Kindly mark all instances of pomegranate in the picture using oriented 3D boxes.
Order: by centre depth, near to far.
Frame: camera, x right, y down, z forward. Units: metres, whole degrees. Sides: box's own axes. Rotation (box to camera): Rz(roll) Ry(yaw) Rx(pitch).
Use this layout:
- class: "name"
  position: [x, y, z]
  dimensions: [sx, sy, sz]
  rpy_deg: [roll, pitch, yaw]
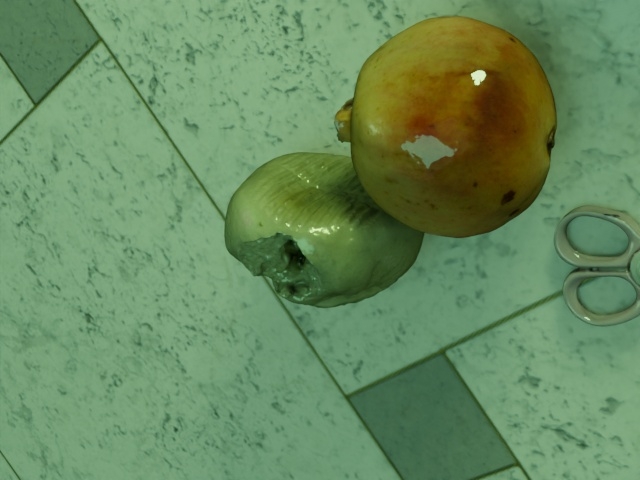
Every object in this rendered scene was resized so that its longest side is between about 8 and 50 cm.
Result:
- class: "pomegranate"
  position: [0.111, -0.098, 0.824]
  dimensions: [0.191, 0.191, 0.191]
  rpy_deg: [12, 117, 26]

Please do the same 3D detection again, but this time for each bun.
- class: "bun"
  position: [0.000, 0.000, 0.920]
  dimensions: [0.178, 0.193, 0.128]
  rpy_deg: [25, 121, 23]

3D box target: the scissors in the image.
- class: "scissors"
  position: [0.329, 0.024, 0.838]
  dimensions: [0.242, 0.030, 0.118]
  rpy_deg: [-1, 112, 33]
